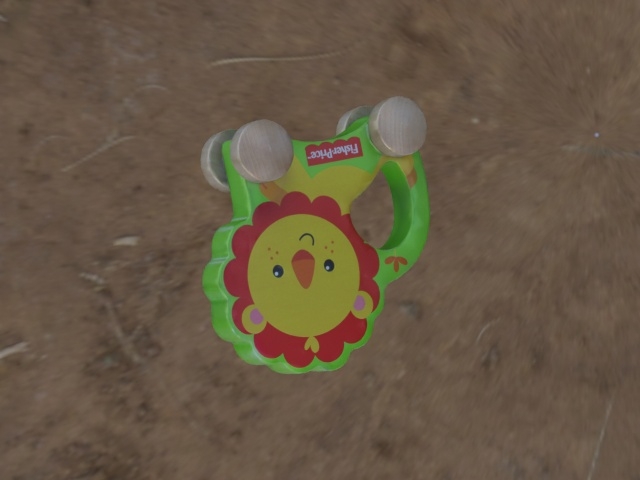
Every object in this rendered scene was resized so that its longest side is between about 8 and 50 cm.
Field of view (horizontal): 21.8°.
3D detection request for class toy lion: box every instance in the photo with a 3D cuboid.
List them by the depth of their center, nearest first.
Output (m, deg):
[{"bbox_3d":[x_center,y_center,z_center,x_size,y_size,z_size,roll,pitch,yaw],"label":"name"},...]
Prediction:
[{"bbox_3d":[0.000,0.000,0.624,0.100,0.034,0.096,-13,92,-33],"label":"toy lion"}]
